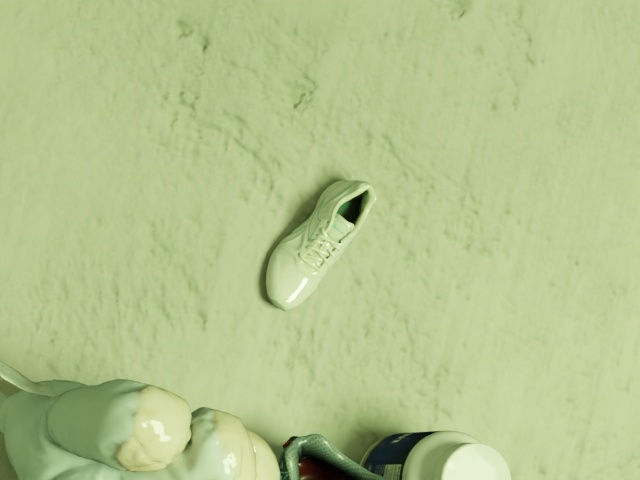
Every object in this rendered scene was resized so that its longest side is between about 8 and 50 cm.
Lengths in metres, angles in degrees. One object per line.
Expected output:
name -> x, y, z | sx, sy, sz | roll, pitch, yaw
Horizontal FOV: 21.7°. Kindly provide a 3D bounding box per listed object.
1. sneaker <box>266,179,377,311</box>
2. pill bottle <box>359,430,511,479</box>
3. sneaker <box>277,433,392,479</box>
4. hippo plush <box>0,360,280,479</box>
sneaker -> 0.000, 0.000, 1.589 | 0.054, 0.061, 0.152 | 38, 72, -15
pill bottle -> 0.107, 0.223, 1.540 | 0.094, 0.169, 0.094 | 3, 81, -22
sneaker -> 0.045, 0.273, 1.472 | 0.104, 0.125, 0.262 | -37, 60, -26
hippo plush -> -0.192, 0.241, 1.384 | 0.294, 0.234, 0.236 | 21, 75, -19
